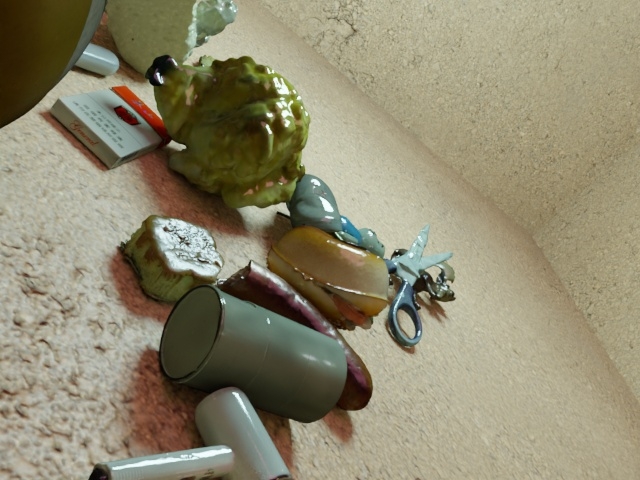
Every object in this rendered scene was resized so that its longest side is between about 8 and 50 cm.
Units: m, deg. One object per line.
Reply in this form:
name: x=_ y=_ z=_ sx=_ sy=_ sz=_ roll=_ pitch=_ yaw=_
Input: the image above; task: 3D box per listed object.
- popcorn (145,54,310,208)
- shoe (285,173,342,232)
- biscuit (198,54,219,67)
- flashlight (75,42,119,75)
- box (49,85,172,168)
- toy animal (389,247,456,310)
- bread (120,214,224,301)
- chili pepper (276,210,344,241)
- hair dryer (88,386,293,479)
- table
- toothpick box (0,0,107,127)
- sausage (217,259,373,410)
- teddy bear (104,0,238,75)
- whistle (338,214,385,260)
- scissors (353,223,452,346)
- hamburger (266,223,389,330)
popcorn: x=-0.147 y=-0.187 z=1.338 sx=0.293 sy=0.292 sz=0.237 roll=52 pitch=-17 yaw=20
shoe: x=-0.015 y=-0.080 z=1.434 sx=0.103 sy=0.100 sz=0.251 roll=3 pitch=14 yaw=-12
biscuit: x=-0.236 y=-0.410 z=1.892 sx=0.187 sy=0.036 sz=0.273 roll=48 pitch=21 yaw=9
flashlight: x=-0.446 y=-0.339 z=1.331 sx=0.093 sy=0.047 sz=0.200 roll=50 pitch=18 yaw=13
box: x=-0.349 y=-0.202 z=1.262 sx=0.139 sy=0.035 sz=0.245 roll=44 pitch=20 yaw=-2
toy animal: x=0.255 y=0.093 z=1.764 sx=0.214 sy=0.093 sz=0.186 roll=45 pitch=23 yaw=-9
bread: x=-0.202 y=0.030 z=1.037 sx=0.140 sy=0.069 sz=0.128 roll=16 pitch=36 yaw=-52
chili pepper: x=0.001 y=-0.002 z=1.495 sx=0.204 sy=0.072 sz=0.073 roll=50 pitch=1 yaw=34
hair dryer: x=-0.148 y=0.233 z=0.776 sx=0.236 sy=0.073 sz=0.131 roll=5 pitch=41 yaw=-48
table: x=-0.083 y=0.151 z=0.944 sx=0.220 sy=0.126 sz=0.126 roll=29 pitch=25 yaw=-37
toothpick box: x=-0.436 y=-0.302 z=0.748 sx=0.408 sy=0.409 sz=0.425 roll=36 pitch=27 yaw=-23
sausage: x=-0.031 y=0.142 z=1.140 sx=0.302 sy=0.076 sz=0.103 roll=43 pitch=27 yaw=-1
teddy bear: x=-0.338 y=-0.544 z=1.573 sx=0.327 sy=0.376 sz=0.362 roll=10 pitch=46 yaw=-5
whistle: x=0.059 y=-0.015 z=1.631 sx=0.235 sy=0.077 sz=0.114 roll=32 pitch=12 yaw=-25
scissors: x=0.200 y=0.066 z=1.632 sx=0.256 sy=0.029 sz=0.383 roll=53 pitch=37 yaw=5
hamburger: x=0.011 y=0.063 z=1.261 sx=0.236 sy=0.148 sz=0.237 roll=25 pitch=0 yaw=0
